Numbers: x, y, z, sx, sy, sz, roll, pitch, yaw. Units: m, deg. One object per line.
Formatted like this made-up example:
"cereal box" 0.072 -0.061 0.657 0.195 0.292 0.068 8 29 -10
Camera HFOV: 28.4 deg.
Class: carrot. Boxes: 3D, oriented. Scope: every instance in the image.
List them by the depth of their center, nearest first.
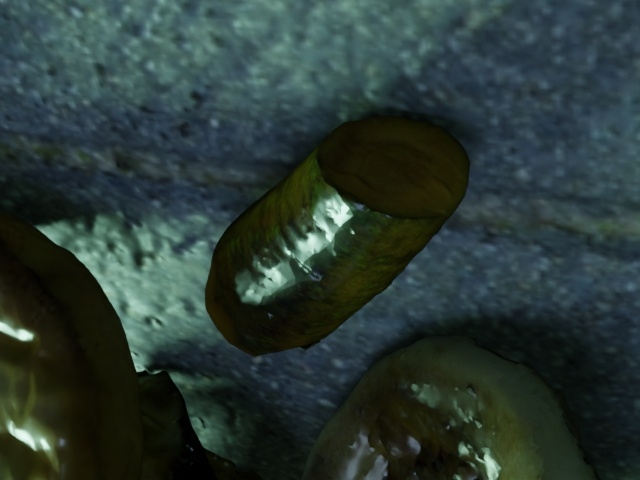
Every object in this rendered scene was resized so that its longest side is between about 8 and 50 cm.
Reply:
"carrot" 0.000 0.000 0.636 0.082 0.082 0.173 30 139 -10

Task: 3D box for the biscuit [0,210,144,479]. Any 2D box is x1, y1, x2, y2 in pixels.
"biscuit" -0.221 0.084 0.753 0.274 0.213 0.091 0 174 31

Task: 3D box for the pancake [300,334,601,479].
"pancake" 0.075 0.194 0.713 0.049 0.282 0.282 -6 155 -34

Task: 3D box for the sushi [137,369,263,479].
"sushi" -0.111 0.213 0.846 0.213 0.200 0.204 -11 135 7
